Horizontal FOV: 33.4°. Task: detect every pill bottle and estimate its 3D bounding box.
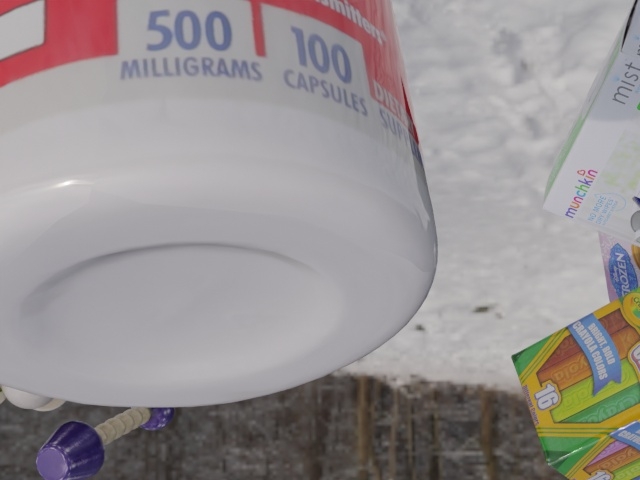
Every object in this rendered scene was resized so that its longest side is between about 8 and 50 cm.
[{"bbox_3d":[-0.082,-0.141,0.549,0.229,0.408,0.229,-6,151,-3],"label":"pill bottle"}]

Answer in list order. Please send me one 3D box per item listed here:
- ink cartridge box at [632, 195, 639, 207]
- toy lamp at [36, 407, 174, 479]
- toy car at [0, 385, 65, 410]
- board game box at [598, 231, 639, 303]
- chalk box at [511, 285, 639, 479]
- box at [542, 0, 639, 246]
[{"bbox_3d":[0.428,0.005,0.943,0.223,0.045,0.224,-4,-143,-28],"label":"ink cartridge box"},{"bbox_3d":[-0.284,0.258,1.429,0.080,0.080,0.274,-3,-174,20],"label":"toy lamp"},{"bbox_3d":[-0.403,0.150,1.384,0.182,0.136,0.159,2,170,-5],"label":"toy car"},{"bbox_3d":[0.553,-0.017,1.592,0.066,0.319,0.318,-27,-157,-29],"label":"board game box"},{"bbox_3d":[0.432,0.187,1.393,0.289,0.180,0.179,-34,133,21],"label":"chalk box"},{"bbox_3d":[0.408,-0.116,1.207,0.231,0.127,0.262,22,142,5],"label":"box"}]
